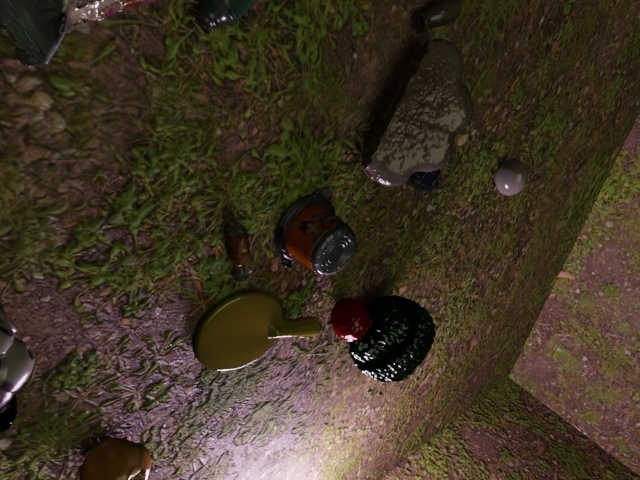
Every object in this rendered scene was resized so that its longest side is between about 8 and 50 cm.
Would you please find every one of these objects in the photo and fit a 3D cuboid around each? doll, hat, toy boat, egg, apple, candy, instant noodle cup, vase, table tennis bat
[{"bbox_3d":[-0.457,0.128,0.543,0.117,0.257,0.181,-39,139,-27],"label":"doll"},{"bbox_3d":[0.174,0.272,1.289,0.332,0.242,0.274,34,81,-38],"label":"hat"},{"bbox_3d":[0.271,-0.185,1.132,0.223,0.097,0.100,24,104,-49],"label":"toy boat"},{"bbox_3d":[0.654,-0.215,1.470,0.103,0.103,0.135,-32,137,-23],"label":"egg"},{"bbox_3d":[-0.441,0.499,0.922,0.147,0.146,0.146,-25,133,-29],"label":"apple"},{"bbox_3d":[-0.170,0.013,0.895,0.046,0.053,0.182,-30,138,-35],"label":"candy"},{"bbox_3d":[0.000,0.000,0.987,0.178,0.125,0.208,-6,122,-40],"label":"instant noodle cup"},{"bbox_3d":[0.249,-0.486,0.924,0.101,0.053,0.053,-30,136,-17],"label":"vase"},{"bbox_3d":[-0.143,0.224,1.080,0.369,0.054,0.224,5,114,-41],"label":"table tennis bat"}]

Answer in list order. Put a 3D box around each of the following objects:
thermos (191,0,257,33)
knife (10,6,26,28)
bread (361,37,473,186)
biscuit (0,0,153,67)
[{"bbox_3d":[-0.111,-0.383,0.633,0.187,0.083,0.073,-48,162,-2],"label":"thermos"},{"bbox_3d":[-0.287,-0.366,0.523,0.063,0.035,0.260,37,84,-37],"label":"knife"},{"bbox_3d":[0.235,-0.270,0.979,0.183,0.102,0.337,25,102,-14],"label":"bread"},{"bbox_3d":[-0.240,-0.342,0.496,0.309,0.079,0.186,-33,112,-23],"label":"biscuit"}]
